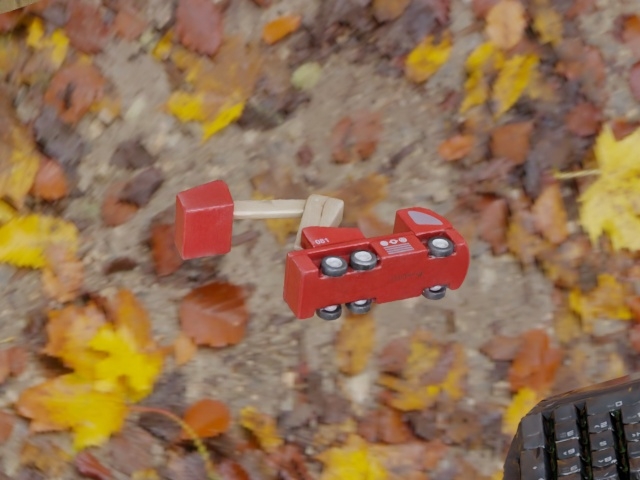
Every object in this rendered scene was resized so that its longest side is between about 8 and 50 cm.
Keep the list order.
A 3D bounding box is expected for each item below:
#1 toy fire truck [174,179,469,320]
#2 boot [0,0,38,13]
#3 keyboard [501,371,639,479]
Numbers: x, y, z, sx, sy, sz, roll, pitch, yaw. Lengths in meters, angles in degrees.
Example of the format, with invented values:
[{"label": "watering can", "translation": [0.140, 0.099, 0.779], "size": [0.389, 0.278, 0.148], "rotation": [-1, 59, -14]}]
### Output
[{"label": "toy fire truck", "translation": [0.000, 0.000, 1.218], "size": [0.192, 0.135, 0.047], "rotation": [-10, 128, -23]}, {"label": "boot", "translation": [-0.157, -0.109, 0.497], "size": [0.213, 0.165, 0.077], "rotation": [-18, 113, -13]}, {"label": "keyboard", "translation": [0.213, 0.066, 0.526], "size": [0.317, 0.201, 0.033], "rotation": [-17, 116, 12]}]
